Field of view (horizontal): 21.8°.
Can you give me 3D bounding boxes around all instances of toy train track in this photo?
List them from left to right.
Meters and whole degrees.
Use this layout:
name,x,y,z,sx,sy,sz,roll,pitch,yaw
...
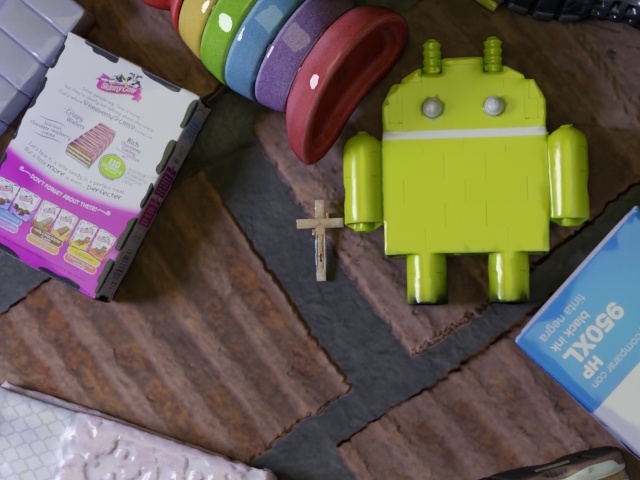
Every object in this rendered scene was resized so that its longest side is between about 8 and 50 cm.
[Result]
name,x,y,z,sx,sy,sz,roll,pitch,yaw
toy train track,0.000,0.000,1.708,0.048,0.014,0.083,-1,90,-1

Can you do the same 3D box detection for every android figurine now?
name,x,y,z,sx,sy,sz,roll,pitch,yaw
android figurine,0.147,-0.070,1.678,0.248,0.056,0.273,0,86,7

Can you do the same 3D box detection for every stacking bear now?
name,x,y,z,sx,sy,sz,roll,pitch,yaw
stacking bear,-0.080,-0.237,1.672,0.289,0.164,0.175,36,83,14

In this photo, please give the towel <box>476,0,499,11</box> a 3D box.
name,x,y,z,sx,sy,sz,roll,pitch,yaw
towel,0.112,-0.344,1.726,0.237,0.021,0.102,36,95,7

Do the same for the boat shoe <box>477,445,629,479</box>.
name,x,y,z,sx,sy,sz,roll,pitch,yaw
boat shoe,0.213,0.261,1.635,0.190,0.068,0.072,-15,95,5

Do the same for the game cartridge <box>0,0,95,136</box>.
name,x,y,z,sx,sy,sz,roll,pitch,yaw
game cartridge,-0.436,-0.264,1.759,0.355,0.068,0.230,40,86,8

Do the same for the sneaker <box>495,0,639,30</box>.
name,x,y,z,sx,sy,sz,roll,pitch,yaw
sneaker,0.280,-0.274,1.672,0.267,0.101,0.106,11,75,-1

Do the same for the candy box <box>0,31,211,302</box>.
name,x,y,z,sx,sy,sz,roll,pitch,yaw
candy box,-0.237,-0.074,1.711,0.159,0.071,0.233,28,89,8

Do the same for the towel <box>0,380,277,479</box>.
name,x,y,z,sx,sy,sz,roll,pitch,yaw
towel,-0.240,0.342,1.682,0.317,0.053,0.332,19,88,8

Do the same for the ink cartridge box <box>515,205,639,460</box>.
name,x,y,z,sx,sy,sz,roll,pitch,yaw
ink cartridge box,0.376,0.167,1.512,0.395,0.285,0.166,42,92,9
